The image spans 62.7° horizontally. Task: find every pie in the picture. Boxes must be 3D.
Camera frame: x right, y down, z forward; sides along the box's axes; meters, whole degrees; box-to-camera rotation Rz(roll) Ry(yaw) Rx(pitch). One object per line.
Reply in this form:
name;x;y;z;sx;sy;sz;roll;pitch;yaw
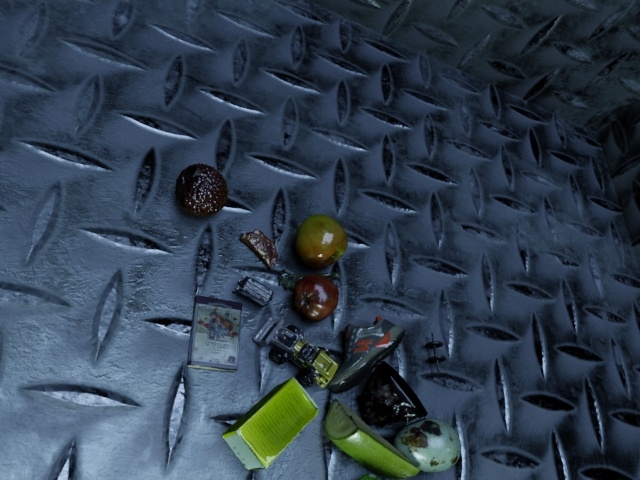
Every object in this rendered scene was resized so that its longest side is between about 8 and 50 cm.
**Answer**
pie;-0.210;0.020;1.881;0.170;0.034;0.092;42;55;0

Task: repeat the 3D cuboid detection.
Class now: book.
book;-0.329;0.292;1.662;0.157;0.026;0.231;13;58;-22

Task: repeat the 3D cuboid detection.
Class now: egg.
egg;0.350;0.672;1.727;0.231;0.169;0.169;4;60;-14

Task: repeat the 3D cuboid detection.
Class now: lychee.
lychee;-0.402;-0.171;1.802;0.188;0.188;0.188;14;57;-22

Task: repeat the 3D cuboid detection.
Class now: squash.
squash;0.149;0.653;1.672;0.288;0.203;0.111;40;86;-25

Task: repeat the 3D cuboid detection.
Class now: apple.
apple;0.000;0.000;1.913;0.195;0.196;0.196;14;57;-22

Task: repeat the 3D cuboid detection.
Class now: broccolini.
broccolini;-0.033;0.132;1.903;0.254;0.057;0.071;-5;108;-28

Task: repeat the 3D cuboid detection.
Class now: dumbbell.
dumbbell;0.433;0.421;1.980;0.069;0.069;0.147;11;59;-24

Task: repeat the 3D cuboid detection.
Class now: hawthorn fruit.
hawthorn fruit;0.004;0.194;1.842;0.203;0.162;0.163;-7;65;-52

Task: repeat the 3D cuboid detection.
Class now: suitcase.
suitcase;-0.222;0.173;1.753;0.126;0.086;0.059;32;67;-9

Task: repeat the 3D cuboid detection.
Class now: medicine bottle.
medicine bottle;-0.144;0.538;1.549;0.141;0.137;0.250;50;52;5

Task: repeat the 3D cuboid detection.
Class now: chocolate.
chocolate;0.219;0.545;1.771;0.177;0.206;0.224;-40;71;5

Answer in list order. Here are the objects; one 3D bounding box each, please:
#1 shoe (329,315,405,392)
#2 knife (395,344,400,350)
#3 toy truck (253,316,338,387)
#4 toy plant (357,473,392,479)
shoe;0.128;0.367;1.812;0.336;0.132;0.171;-35;61;-27
knife;0.226;0.402;1.906;0.162;0.023;0.044;-20;73;-36
toy truck;-0.074;0.356;1.709;0.285;0.111;0.136;37;53;2
toy plant;0.220;0.839;1.563;0.316;0.184;0.224;52;25;16
